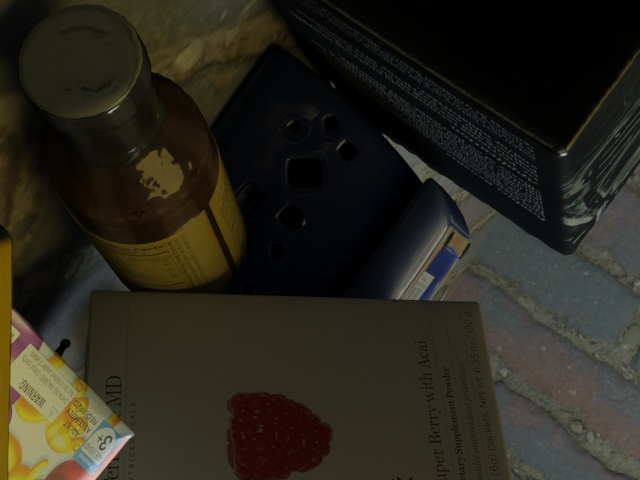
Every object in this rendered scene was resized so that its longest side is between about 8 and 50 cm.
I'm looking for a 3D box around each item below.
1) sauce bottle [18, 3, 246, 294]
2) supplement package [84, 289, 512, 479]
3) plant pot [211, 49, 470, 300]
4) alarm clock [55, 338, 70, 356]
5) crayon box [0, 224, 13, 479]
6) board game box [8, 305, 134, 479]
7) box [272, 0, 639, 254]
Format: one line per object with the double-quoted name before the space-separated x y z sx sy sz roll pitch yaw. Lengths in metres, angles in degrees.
"sauce bottle" -0.118 -0.045 0.816 0.111 0.111 0.344 -51 166 -14
"supplement package" -0.029 0.158 0.910 0.175 0.293 0.177 104 -16 -51
"plant pot" 0.000 0.000 1.108 0.236 0.212 0.236 -54 167 2
"alarm clock" -0.243 0.138 0.860 0.192 0.064 0.129 -15 109 -66
"crayon box" -0.284 0.161 0.409 0.363 0.106 0.313 -18 124 -45
"board game box" -0.259 0.146 0.636 0.275 0.142 0.144 -50 138 -17
"box" 0.216 -0.283 0.961 0.480 0.297 0.472 -54 167 1
